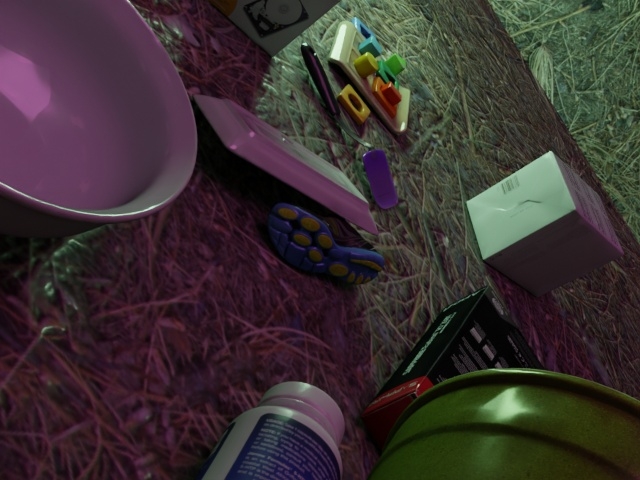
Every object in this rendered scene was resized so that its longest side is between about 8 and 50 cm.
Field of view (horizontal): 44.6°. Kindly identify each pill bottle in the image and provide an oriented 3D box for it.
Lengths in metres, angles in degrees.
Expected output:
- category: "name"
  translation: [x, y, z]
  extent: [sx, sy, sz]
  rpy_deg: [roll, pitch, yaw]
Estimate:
- category: "pill bottle"
  translation: [-0.044, 0.204, 0.647]
  extent: [0.112, 0.112, 0.186]
  rpy_deg: [51, 30, -10]

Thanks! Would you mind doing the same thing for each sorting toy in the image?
- category: "sorting toy"
  translation: [0.103, -0.307, 1.433]
  extent: [0.196, 0.047, 0.347]
  rpy_deg: [44, 32, -22]

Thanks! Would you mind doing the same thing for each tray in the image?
- category: "tray"
  translation: [-0.034, -0.101, 0.993]
  extent: [0.270, 0.030, 0.145]
  rpy_deg: [29, 16, -40]

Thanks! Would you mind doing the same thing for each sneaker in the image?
- category: "sneaker"
  translation: [0.000, 0.000, 0.979]
  extent: [0.188, 0.067, 0.078]
  rpy_deg: [25, 21, -41]

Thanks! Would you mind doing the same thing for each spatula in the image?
- category: "spatula"
  translation: [0.043, -0.184, 1.239]
  extent: [0.296, 0.030, 0.084]
  rpy_deg: [59, 32, 3]

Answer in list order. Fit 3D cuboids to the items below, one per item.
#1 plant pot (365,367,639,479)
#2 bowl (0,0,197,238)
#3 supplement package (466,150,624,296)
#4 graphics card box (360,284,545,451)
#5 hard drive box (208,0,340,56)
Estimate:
- category: "plant pot"
  translation: [0.122, 0.342, 0.570]
  extent: [0.366, 0.366, 0.353]
  rpy_deg: [56, 41, -1]
- category: "bowl"
  translation: [-0.254, -0.113, 0.622]
  extent: [0.298, 0.134, 0.297]
  rpy_deg: [36, 36, -32]
- category: "supplement package"
  translation: [0.426, -0.026, 1.489]
  extent: [0.203, 0.194, 0.149]
  rpy_deg: [30, 39, -40]
- category: "graphics card box"
  translation: [0.207, 0.225, 1.022]
  extent: [0.232, 0.094, 0.371]
  rpy_deg: [56, 30, -1]
- category: "hard drive box"
  translation: [-0.049, -0.407, 1.115]
  extent: [0.181, 0.232, 0.089]
  rpy_deg: [36, 35, -31]
